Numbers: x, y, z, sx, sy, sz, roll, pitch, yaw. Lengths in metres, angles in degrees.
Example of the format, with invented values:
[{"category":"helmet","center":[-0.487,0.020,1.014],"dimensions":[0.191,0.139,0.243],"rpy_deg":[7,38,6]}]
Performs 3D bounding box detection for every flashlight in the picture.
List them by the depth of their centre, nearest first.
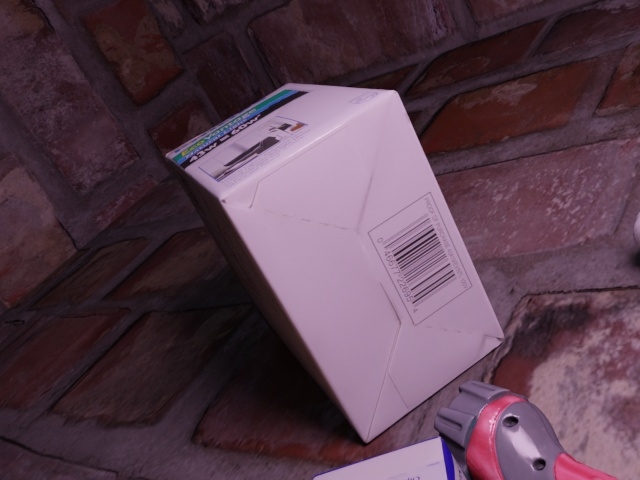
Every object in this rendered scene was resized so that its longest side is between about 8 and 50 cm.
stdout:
[{"category":"flashlight","center":[0.227,0.199,0.526],"dimensions":[0.103,0.103,0.304],"rpy_deg":[-38,22,-25]}]

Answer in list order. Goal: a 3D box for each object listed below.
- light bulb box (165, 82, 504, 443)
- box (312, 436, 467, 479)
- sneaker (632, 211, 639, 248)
[{"category":"light bulb box","center":[0.000,0.000,0.877],"dimensions":[0.225,0.357,0.361],"rpy_deg":[-33,24,-11]},{"category":"box","center":[0.075,0.251,0.551],"dimensions":[0.126,0.137,0.072],"rpy_deg":[-23,23,16]},{"category":"sneaker","center":[0.399,0.038,0.642],"dimensions":[0.169,0.108,0.292],"rpy_deg":[-34,24,-16]}]
